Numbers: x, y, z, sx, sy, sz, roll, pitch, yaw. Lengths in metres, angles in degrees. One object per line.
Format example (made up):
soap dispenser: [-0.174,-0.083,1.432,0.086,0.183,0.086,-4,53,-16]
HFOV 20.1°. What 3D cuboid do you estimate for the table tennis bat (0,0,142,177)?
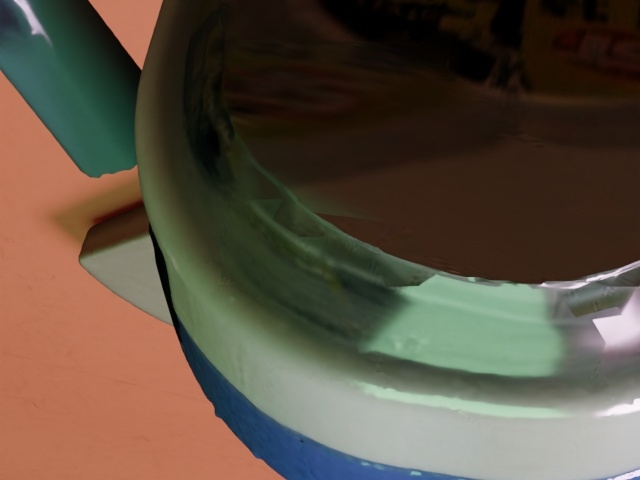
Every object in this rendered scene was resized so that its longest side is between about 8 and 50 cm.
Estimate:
table tennis bat: [-0.148,-0.133,0.573,0.044,0.215,0.329,-17,138,22]

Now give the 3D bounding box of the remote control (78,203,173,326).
remote control: [0.000,0.000,0.921,0.285,0.038,0.123,-18,139,42]

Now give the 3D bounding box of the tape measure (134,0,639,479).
tape measure: [0.060,-0.030,0.649,0.259,0.262,0.138,7,140,9]
